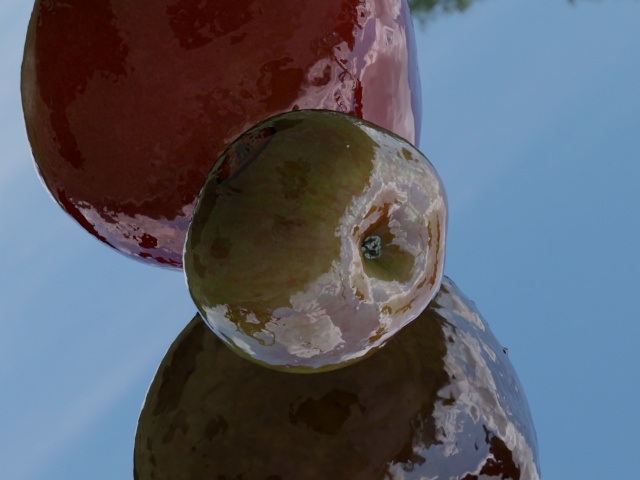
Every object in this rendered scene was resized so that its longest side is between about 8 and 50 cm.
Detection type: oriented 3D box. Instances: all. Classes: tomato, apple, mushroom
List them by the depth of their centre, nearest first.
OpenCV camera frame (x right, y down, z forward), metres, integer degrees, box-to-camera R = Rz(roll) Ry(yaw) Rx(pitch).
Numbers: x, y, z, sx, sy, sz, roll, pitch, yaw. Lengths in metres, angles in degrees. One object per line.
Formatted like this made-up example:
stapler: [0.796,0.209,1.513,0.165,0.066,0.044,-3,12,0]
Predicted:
apple: [0.001,0.003,0.865,0.102,0.126,0.126,16,-116,44]
mushroom: [0.009,0.161,1.100,0.283,0.263,0.195,-58,-149,22]
tomato: [-0.052,-0.100,1.276,0.298,0.298,0.226,-42,-123,6]
